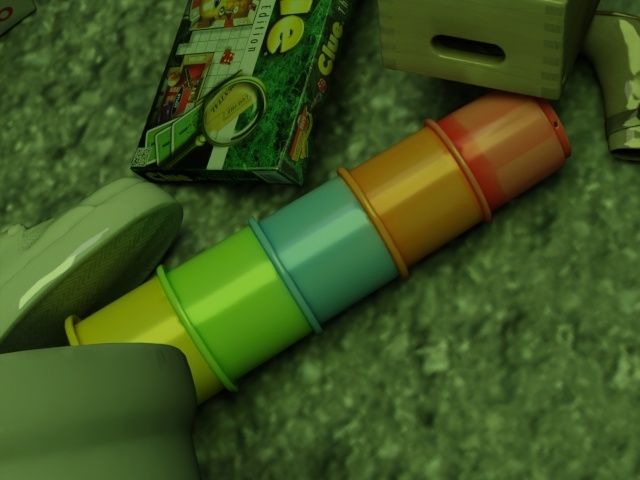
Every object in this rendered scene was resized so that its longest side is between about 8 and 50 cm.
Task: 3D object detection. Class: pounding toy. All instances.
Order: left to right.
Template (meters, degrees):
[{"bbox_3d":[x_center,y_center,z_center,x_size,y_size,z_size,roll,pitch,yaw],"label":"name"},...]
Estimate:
[{"bbox_3d":[0.095,-0.154,0.744,0.141,0.100,0.130,14,51,19],"label":"pounding toy"}]

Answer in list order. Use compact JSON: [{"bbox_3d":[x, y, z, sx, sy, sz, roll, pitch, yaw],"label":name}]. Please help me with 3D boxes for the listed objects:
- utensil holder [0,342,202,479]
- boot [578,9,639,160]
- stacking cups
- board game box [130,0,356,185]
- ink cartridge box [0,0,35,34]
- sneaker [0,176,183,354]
[{"bbox_3d":[-0.175,0.268,0.526,0.328,0.327,0.385,-16,81,7],"label":"utensil holder"},{"bbox_3d":[0.191,-0.094,0.756,0.119,0.042,0.086,9,75,17],"label":"boot"},{"bbox_3d":[0.000,0.000,0.739,0.316,0.096,0.096,-34,66,-2],"label":"stacking cups"},{"bbox_3d":[-0.035,-0.159,0.814,0.136,0.030,0.259,3,69,36],"label":"board game box"},{"bbox_3d":[-0.313,-0.189,0.814,0.160,0.219,0.092,-38,69,-2],"label":"ink cartridge box"},{"bbox_3d":[-0.242,0.026,0.777,0.292,0.108,0.169,-41,70,-3],"label":"sneaker"}]
